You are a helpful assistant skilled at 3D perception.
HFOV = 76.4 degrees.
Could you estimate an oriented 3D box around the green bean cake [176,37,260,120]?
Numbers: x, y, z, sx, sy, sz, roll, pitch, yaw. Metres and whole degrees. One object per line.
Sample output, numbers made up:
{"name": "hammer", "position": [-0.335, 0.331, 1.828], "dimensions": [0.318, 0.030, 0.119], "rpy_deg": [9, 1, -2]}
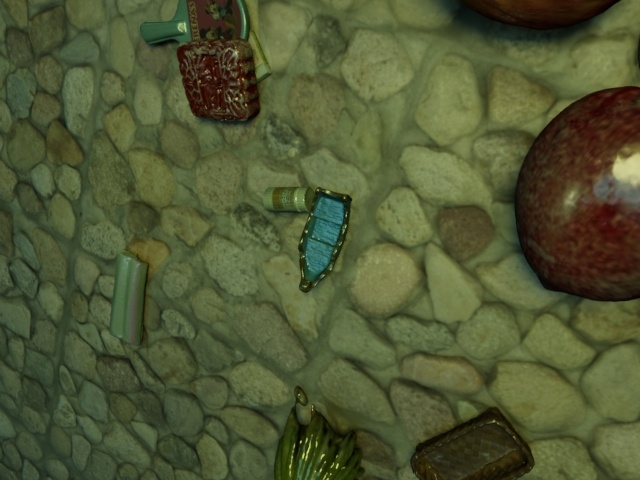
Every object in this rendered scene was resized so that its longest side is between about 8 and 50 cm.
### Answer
{"name": "green bean cake", "position": [-0.180, -0.282, 0.720], "dimensions": [0.136, 0.056, 0.135], "rpy_deg": [9, 123, 20]}

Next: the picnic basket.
{"name": "picnic basket", "position": [0.250, 0.363, 0.684], "dimensions": [0.193, 0.055, 0.110], "rpy_deg": [-41, 84, 24]}

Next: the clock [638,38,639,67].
{"name": "clock", "position": [0.506, -0.244, 0.463], "dimensions": [0.226, 0.049, 0.225], "rpy_deg": [5, 102, 23]}

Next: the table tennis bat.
{"name": "table tennis bat", "position": [-0.233, -0.390, 0.745], "dimensions": [0.245, 0.040, 0.152], "rpy_deg": [8, 110, 24]}

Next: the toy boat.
{"name": "toy boat", "position": [0.000, 0.000, 0.708], "dimensions": [0.075, 0.077, 0.185], "rpy_deg": [21, 107, 17]}

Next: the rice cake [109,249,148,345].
{"name": "rice cake", "position": [-0.442, 0.134, 0.941], "dimensions": [0.080, 0.042, 0.221], "rpy_deg": [19, 106, 20]}

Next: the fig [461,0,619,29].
{"name": "fig", "position": [0.252, -0.369, 0.463], "dimensions": [0.263, 0.224, 0.223], "rpy_deg": [18, 107, 23]}

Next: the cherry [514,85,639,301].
{"name": "cherry", "position": [0.355, -0.047, 0.485], "dimensions": [0.231, 0.203, 0.300], "rpy_deg": [25, 123, 15]}

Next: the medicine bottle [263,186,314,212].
{"name": "medicine bottle", "position": [-0.057, -0.074, 0.735], "dimensions": [0.084, 0.047, 0.047], "rpy_deg": [2, 101, 24]}

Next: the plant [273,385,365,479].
{"name": "plant", "position": [-0.064, 0.459, 0.700], "dimensions": [0.180, 0.334, 0.250], "rpy_deg": [-1, 113, 38]}

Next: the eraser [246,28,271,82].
{"name": "eraser", "position": [-0.120, -0.329, 0.727], "dimensions": [0.038, 0.019, 0.083], "rpy_deg": [-23, 90, 27]}
